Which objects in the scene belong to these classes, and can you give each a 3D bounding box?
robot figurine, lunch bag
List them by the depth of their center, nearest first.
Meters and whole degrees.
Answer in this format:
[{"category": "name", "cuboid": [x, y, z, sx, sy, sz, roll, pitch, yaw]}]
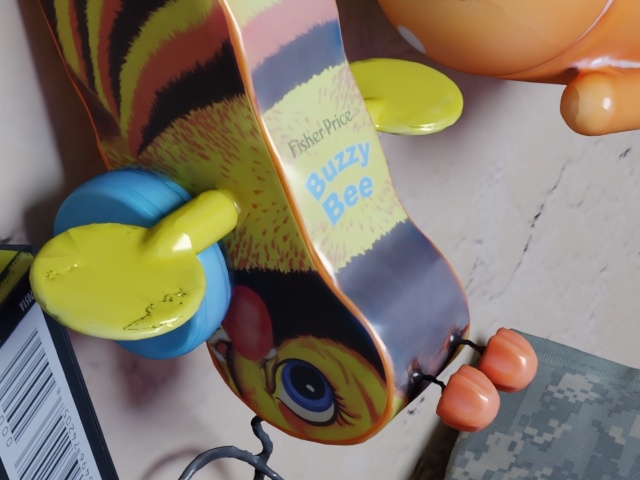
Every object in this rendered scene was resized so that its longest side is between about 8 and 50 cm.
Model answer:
[{"category": "robot figurine", "cuboid": [0.104, -0.134, 0.601, 0.219, 0.128, 0.158, -4, 108, -51]}, {"category": "lunch bag", "cuboid": [0.152, 0.231, 0.758, 0.235, 0.169, 0.287, -60, 147, -22]}]

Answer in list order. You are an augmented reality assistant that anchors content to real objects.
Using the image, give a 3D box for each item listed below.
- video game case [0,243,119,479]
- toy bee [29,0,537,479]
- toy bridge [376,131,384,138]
[{"category": "video game case", "cuboid": [-0.121, 0.181, 0.440, 0.248, 0.035, 0.275, -64, 148, -52]}, {"category": "toy bee", "cuboid": [0.000, 0.000, 0.484, 0.195, 0.162, 0.298, -57, 137, -29]}, {"category": "toy bridge", "cuboid": [-0.014, -0.104, 0.548, 0.063, 0.026, 0.188, -49, 135, -24]}]
